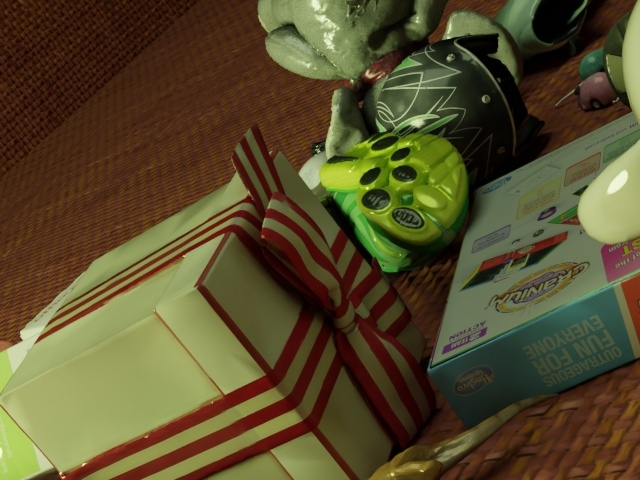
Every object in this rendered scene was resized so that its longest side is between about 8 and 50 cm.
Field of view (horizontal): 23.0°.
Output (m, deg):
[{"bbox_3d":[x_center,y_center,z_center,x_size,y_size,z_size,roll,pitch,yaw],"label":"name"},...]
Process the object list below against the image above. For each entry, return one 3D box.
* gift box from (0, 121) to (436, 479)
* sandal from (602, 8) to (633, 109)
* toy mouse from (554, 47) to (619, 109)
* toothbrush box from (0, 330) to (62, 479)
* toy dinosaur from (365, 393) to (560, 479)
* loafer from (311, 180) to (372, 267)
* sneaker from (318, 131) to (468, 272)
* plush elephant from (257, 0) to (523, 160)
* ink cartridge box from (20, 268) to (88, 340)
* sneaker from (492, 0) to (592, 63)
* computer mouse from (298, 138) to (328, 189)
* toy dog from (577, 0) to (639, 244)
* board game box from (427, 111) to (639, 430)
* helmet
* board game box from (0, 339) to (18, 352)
[{"bbox_3d":[-0.070,0.081,1.292,0.258,0.255,0.276,-27,25,29],"label":"gift box"},{"bbox_3d":[0.400,-0.192,1.432,0.303,0.120,0.086,-21,-6,33],"label":"sandal"},{"bbox_3d":[0.300,-0.178,1.666,0.143,0.031,0.161,-21,22,38],"label":"toy mouse"},{"bbox_3d":[-0.267,0.182,1.459,0.283,0.122,0.206,-27,-17,25],"label":"toothbrush box"},{"bbox_3d":[0.073,0.164,1.124,0.211,0.064,0.112,-31,16,10],"label":"toy dinosaur"},{"bbox_3d":[0.000,0.000,1.655,0.092,0.102,0.268,-29,9,23],"label":"loafer"},{"bbox_3d":[0.087,-0.032,1.501,0.109,0.123,0.295,-33,15,-4],"label":"sneaker"},{"bbox_3d":[0.084,-0.215,1.855,0.272,0.255,0.330,-24,11,6],"label":"plush elephant"},{"bbox_3d":[-0.235,0.087,1.855,0.154,0.093,0.212,-45,21,-32],"label":"ink cartridge box"},{"bbox_3d":[0.307,-0.306,1.887,0.256,0.094,0.151,-51,15,-17],"label":"sneaker"},{"bbox_3d":[0.012,-0.103,1.985,0.106,0.042,0.193,-25,20,28],"label":"computer mouse"},{"bbox_3d":[0.359,-0.145,1.037,0.395,0.284,0.408,-55,-7,21],"label":"toy dog"},{"bbox_3d":[0.223,0.001,1.277,0.242,0.064,0.316,-27,19,25],"label":"board game box"},{"bbox_3d":[0.138,-0.130,1.627,0.169,0.169,0.161,-20,8,39],"label":"helmet"},{"bbox_3d":[-0.375,0.243,1.623,0.027,0.145,0.281,5,35,22],"label":"board game box"}]
